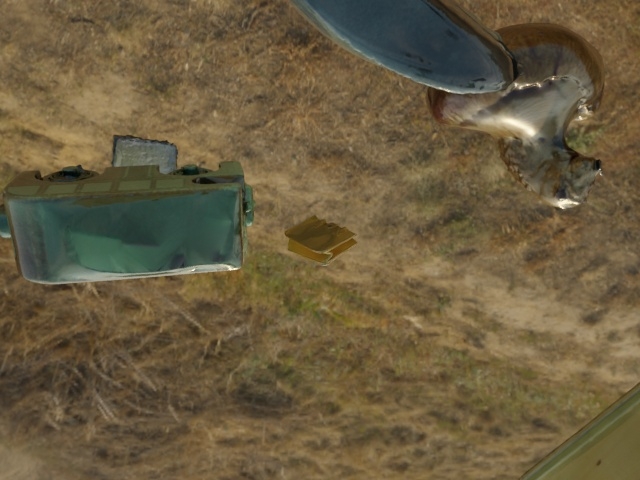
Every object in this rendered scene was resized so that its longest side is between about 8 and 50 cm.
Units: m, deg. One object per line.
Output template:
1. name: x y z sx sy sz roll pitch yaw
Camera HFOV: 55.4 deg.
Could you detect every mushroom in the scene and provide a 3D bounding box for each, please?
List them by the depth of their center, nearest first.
1. mushroom: 0.280 -0.196 0.884 0.267 0.254 0.267 12 151 7

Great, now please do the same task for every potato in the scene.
1. potato: -0.331 -0.152 1.140 0.122 0.061 0.086 4 102 -29

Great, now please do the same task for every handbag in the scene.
1. handbag: 0.000 0.000 0.770 0.083 0.061 0.027 22 132 45

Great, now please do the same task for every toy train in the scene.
1. toy train: -0.242 -0.025 0.772 0.326 0.159 0.129 -4 111 -11

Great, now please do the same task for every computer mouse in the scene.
1. computer mouse: 0.061 -0.274 0.703 0.374 0.203 0.114 37 117 -5

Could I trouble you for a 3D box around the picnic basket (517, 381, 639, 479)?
1. picnic basket: 0.159 0.145 0.241 0.079 0.164 0.115 27 120 -17
